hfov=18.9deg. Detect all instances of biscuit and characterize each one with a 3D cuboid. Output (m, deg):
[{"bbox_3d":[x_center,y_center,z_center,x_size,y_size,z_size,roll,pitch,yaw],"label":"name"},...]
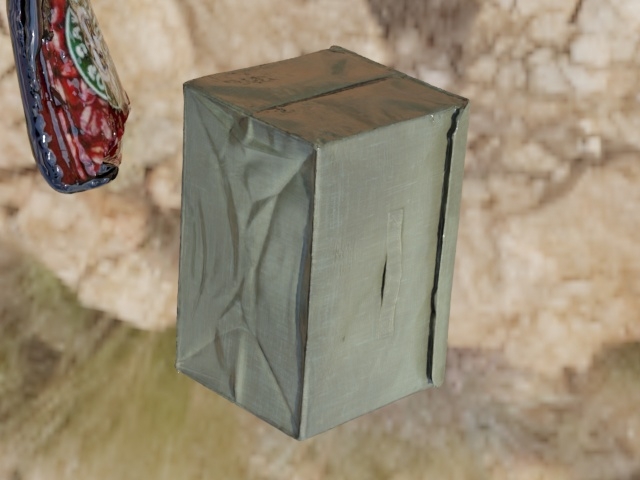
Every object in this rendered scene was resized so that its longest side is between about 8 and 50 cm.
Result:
[{"bbox_3d":[-0.163,-0.108,1.220,0.063,0.235,0.151,-21,95,-2],"label":"biscuit"}]

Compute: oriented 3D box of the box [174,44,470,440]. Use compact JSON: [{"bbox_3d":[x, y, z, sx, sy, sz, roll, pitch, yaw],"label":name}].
[{"bbox_3d":[0.000,0.000,1.390,0.149,0.155,0.231,-18,123,-39],"label":"box"}]
